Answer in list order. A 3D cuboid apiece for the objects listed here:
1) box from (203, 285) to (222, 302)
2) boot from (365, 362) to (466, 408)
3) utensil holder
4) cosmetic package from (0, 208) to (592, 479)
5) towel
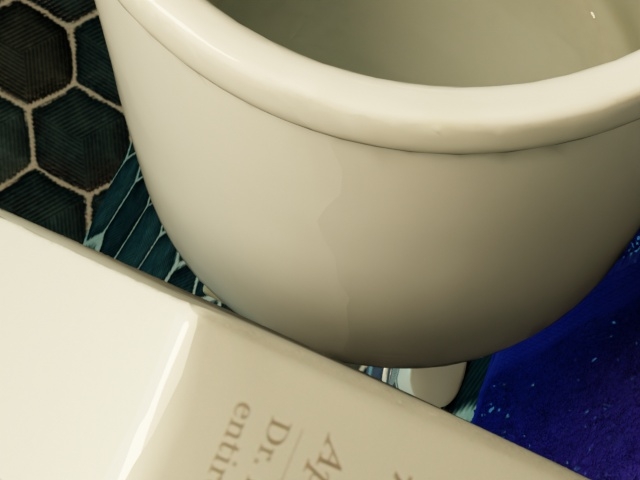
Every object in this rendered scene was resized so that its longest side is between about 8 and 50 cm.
[{"bbox_3d":[0.000,0.000,1.537,0.127,0.148,0.232,-63,2,-16],"label":"box"},{"bbox_3d":[0.089,0.046,1.434,0.086,0.069,0.190,-10,52,61],"label":"boot"},{"bbox_3d":[0.049,-0.133,0.864,0.385,0.327,0.328,92,-158,-72],"label":"utensil holder"},{"bbox_3d":[-0.047,0.211,0.834,0.327,0.393,0.329,18,81,57],"label":"cosmetic package"},{"bbox_3d":[0.171,0.074,1.150,0.227,0.076,0.308,-43,24,46],"label":"towel"}]
